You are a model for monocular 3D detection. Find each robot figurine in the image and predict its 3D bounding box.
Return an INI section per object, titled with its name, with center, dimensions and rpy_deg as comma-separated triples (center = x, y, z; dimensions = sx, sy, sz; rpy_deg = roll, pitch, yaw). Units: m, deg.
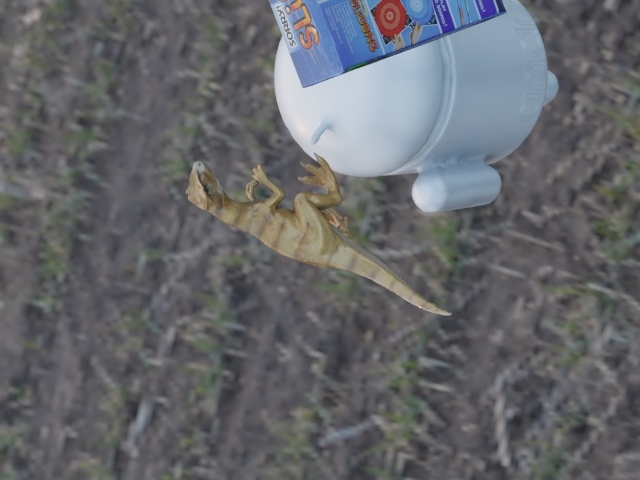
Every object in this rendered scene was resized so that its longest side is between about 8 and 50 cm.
[robot figurine]
center = 0.093, -0.169, 1.895
dimensions = 0.199, 0.353, 0.300
rpy_deg = -35, 73, 39

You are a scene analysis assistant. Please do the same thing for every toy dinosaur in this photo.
[toy dinosaur]
center = 0.000, 0.000, 1.356
dimensions = 0.112, 0.211, 0.064
rpy_deg = -65, -1, -53

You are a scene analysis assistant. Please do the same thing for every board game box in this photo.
[board game box]
center = 0.011, -0.193, 0.962
dimensions = 0.035, 0.136, 0.201
rpy_deg = -16, 95, 48
